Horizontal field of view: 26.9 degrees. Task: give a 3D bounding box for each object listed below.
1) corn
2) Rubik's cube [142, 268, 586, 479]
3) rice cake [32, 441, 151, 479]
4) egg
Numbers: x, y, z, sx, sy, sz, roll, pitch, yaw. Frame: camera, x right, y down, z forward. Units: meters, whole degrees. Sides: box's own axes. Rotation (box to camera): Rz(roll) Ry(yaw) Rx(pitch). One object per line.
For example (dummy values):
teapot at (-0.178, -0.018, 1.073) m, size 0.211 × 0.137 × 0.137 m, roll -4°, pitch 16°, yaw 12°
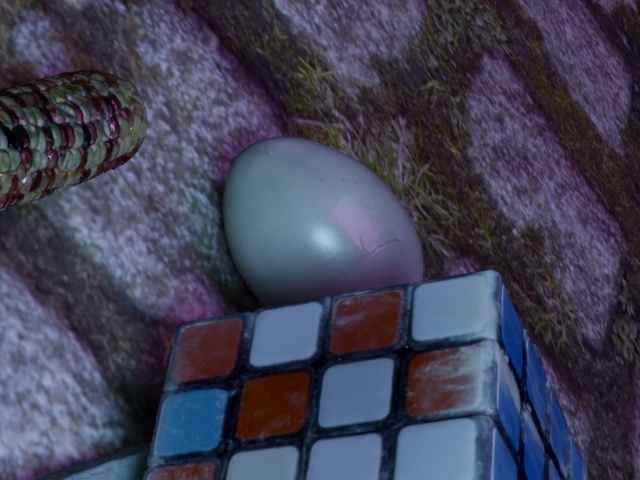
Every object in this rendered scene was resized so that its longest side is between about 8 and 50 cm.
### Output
corn at (-0.220, -0.065, 0.947) m, size 0.253 × 0.086 × 0.086 m, roll -31°, pitch 97°, yaw -56°
Rubik's cube at (0.038, 0.206, 0.945) m, size 0.256 × 0.253 × 0.259 m, roll -81°, pitch 150°, yaw -41°
rice cake at (-0.168, 0.174, 0.903) m, size 0.245 × 0.045 × 0.042 m, roll -11°, pitch 90°, yaw -59°
egg at (0.000, 0.000, 1.164) m, size 0.209 × 0.151 × 0.151 m, roll 51°, pitch 35°, yaw -20°
